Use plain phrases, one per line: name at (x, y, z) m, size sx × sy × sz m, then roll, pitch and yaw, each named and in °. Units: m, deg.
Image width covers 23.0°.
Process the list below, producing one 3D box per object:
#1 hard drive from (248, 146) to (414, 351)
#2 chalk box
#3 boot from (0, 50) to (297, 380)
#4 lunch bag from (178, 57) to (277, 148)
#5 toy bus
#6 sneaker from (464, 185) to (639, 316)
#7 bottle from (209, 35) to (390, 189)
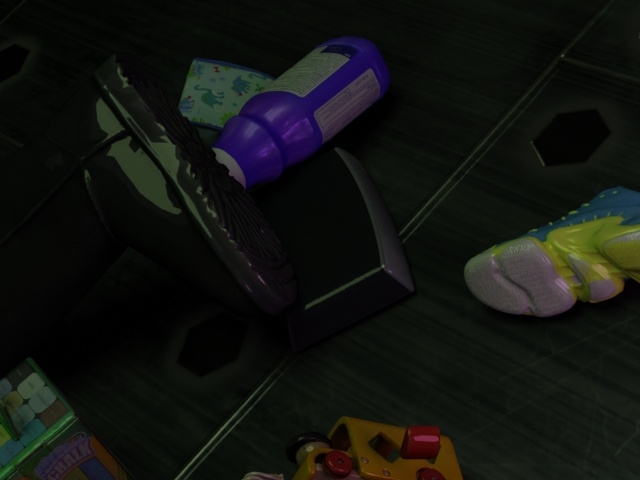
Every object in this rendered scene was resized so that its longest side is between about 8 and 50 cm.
hard drive at (0.000, 0.000, 1.836) m, size 0.172 × 0.054 × 0.255 m, roll -27°, pitch 41°, yaw 6°
chalk box at (-0.309, 0.229, 1.684) m, size 0.132 × 0.213 × 0.132 m, roll -41°, pitch 41°, yaw -9°
boot at (-0.286, 0.058, 1.814) m, size 0.445 × 0.146 × 0.367 m, roll -40°, pitch 70°, yaw 14°
lunch bag at (-0.106, -0.155, 2.028) m, size 0.151 × 0.096 × 0.129 m, roll 9°, pitch 50°, yaw 1°
toy bus at (0.032, 0.221, 1.497) m, size 0.191 × 0.202 × 0.104 m, roll -21°, pitch 41°, yaw 6°
sneaker at (0.275, 0.009, 1.652) m, size 0.240 × 0.091 × 0.126 m, roll -7°, pitch 28°, yaw 27°
bottle at (-0.037, -0.148, 1.926) m, size 0.118 × 0.092 × 0.283 m, roll 0°, pitch 33°, yaw 48°
